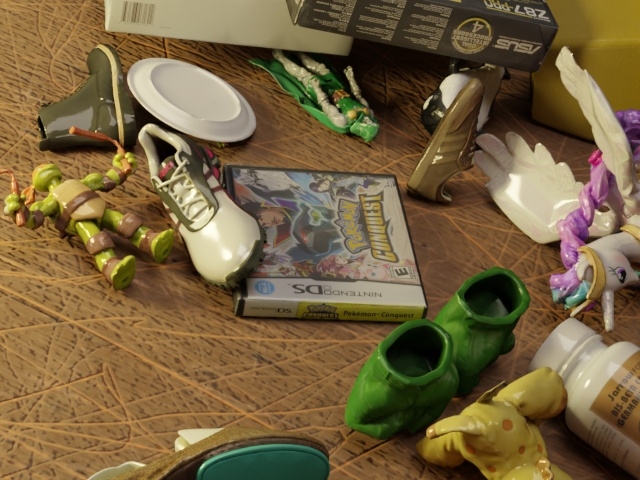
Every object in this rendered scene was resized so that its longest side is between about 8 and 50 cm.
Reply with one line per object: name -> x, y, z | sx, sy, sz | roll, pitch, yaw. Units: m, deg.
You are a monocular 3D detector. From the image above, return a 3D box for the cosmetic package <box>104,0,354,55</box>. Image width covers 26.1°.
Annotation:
cosmetic package -> -0.147, -0.420, 2.137 | 0.377, 0.097, 0.284 | 3, 39, -16

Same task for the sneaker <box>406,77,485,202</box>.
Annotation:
sneaker -> 0.194, -0.139, 1.942 | 0.071, 0.188, 0.066 | 29, 26, -3

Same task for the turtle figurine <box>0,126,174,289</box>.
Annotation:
turtle figurine -> -0.308, -0.030, 1.754 | 0.217, 0.087, 0.269 | 40, 38, 18

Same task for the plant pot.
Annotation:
plant pot -> 0.425, -0.281, 2.160 | 0.187, 0.212, 0.212 | 1, 40, 5

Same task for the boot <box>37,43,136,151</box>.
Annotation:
boot -> -0.346, -0.206, 1.960 | 0.137, 0.076, 0.198 | -8, 44, -16

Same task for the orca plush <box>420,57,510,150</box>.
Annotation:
orca plush -> 0.198, -0.227, 2.106 | 0.102, 0.151, 0.287 | -6, 37, 27

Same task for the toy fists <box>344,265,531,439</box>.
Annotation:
toy fists -> 0.141, 0.143, 1.637 | 0.096, 0.142, 0.279 | 46, 49, 14

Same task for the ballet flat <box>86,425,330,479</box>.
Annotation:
ballet flat -> -0.158, 0.264, 1.461 | 0.342, 0.116, 0.124 | -20, 31, -28

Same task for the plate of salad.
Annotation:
plate of salad -> -0.188, -0.197, 1.995 | 0.200, 0.048, 0.200 | 20, 32, -14

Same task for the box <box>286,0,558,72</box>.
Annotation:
box -> 0.131, -0.406, 2.081 | 0.395, 0.097, 0.318 | 8, 36, -19

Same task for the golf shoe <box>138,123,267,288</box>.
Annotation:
golf shoe -> -0.162, -0.043, 1.764 | 0.105, 0.120, 0.273 | -42, 45, 7

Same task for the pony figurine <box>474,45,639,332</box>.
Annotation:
pony figurine -> 0.413, -0.070, 1.862 | 0.364, 0.303, 0.351 | -18, 69, -26

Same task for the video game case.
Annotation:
video game case -> 0.000, 0.000, 1.841 | 0.248, 0.035, 0.274 | 3, 42, -11

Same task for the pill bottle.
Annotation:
pill bottle -> 0.365, 0.196, 1.640 | 0.229, 0.131, 0.131 | 36, 45, 25

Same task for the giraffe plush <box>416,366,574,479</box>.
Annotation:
giraffe plush -> 0.223, 0.252, 1.527 | 0.181, 0.210, 0.170 | -29, 77, -1

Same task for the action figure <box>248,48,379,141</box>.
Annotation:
action figure -> 0.013, -0.226, 2.088 | 0.137, 0.063, 0.232 | -20, 54, -36
